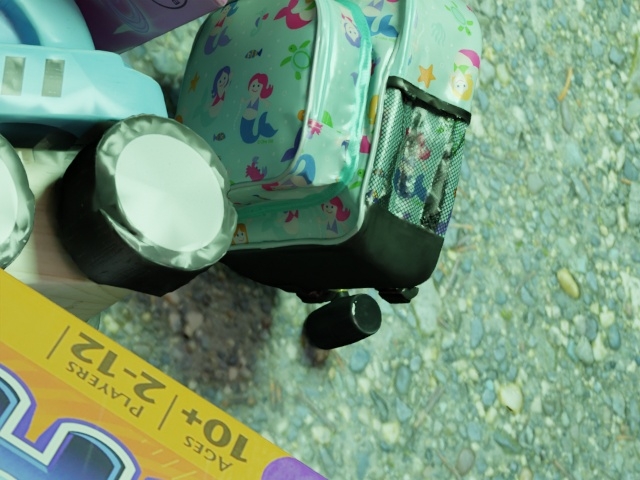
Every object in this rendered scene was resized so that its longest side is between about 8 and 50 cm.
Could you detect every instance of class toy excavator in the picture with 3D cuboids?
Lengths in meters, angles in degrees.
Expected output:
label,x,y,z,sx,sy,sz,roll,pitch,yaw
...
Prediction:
label,x,y,z,sx,sy,sz,roll,pitch,yaw
toy excavator,-0.312,-0.144,0.947,0.433,0.222,0.445,0,67,-41

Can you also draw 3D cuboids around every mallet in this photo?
label,x,y,z,sx,sy,sz,roll,pitch,yaw
mallet,0.000,0.000,1.276,0.039,0.062,0.190,1,66,-42

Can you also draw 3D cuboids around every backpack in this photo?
label,x,y,z,sx,sy,sz,roll,pitch,yaw
backpack,0.003,-0.100,1.168,0.191,0.225,0.253,32,67,-35

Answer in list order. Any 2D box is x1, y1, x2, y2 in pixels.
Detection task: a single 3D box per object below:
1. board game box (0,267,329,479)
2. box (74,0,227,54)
label,x,y,z,sx,sy,sz,roll,pitch,yaw
board game box,-0.230,0.249,0.665,0.356,0.356,0.356,34,33,-6
box,-0.183,-0.235,1.022,0.213,0.243,0.117,45,56,-26
